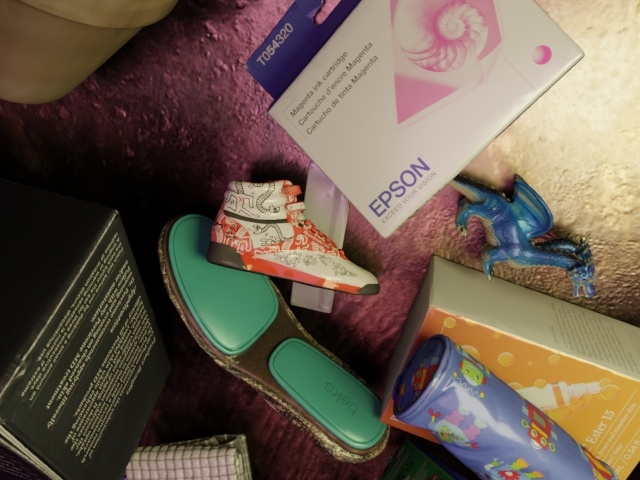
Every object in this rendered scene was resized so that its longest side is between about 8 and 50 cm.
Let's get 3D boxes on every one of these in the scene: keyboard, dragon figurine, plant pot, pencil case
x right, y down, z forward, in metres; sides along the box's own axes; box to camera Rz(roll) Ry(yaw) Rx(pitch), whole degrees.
[{"bbox_3d":[0.000,0.000,0.912,0.072,0.014,0.256,14,114,12],"label":"keyboard"},{"bbox_3d":[0.267,-0.038,0.788,0.144,0.085,0.289,-30,91,21],"label":"dragon figurine"},{"bbox_3d":[-0.361,-0.335,0.716,0.323,0.323,0.280,45,130,-8],"label":"plant pot"},{"bbox_3d":[0.226,0.253,0.720,0.306,0.119,0.133,39,129,-6],"label":"pencil case"}]

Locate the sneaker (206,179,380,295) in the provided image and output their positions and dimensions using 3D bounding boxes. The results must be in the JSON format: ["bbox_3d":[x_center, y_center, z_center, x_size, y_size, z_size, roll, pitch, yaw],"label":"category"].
[{"bbox_3d":[-0.025,-0.008,0.854,0.269,0.090,0.145,14,84,-11],"label":"sneaker"}]

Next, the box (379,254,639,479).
[{"bbox_3d":[0.289,0.199,0.841,0.345,0.168,0.215,19,115,5],"label":"box"}]

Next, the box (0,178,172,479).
[{"bbox_3d":[-0.524,0.145,0.835,0.479,0.298,0.472,15,142,6],"label":"box"}]

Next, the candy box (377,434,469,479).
[{"bbox_3d":[0.231,0.429,0.790,0.268,0.317,0.122,39,79,-1],"label":"candy box"}]

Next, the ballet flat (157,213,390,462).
[{"bbox_3d":[-0.098,0.176,0.921,0.483,0.164,0.182,45,145,3],"label":"ballet flat"}]

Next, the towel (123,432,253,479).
[{"bbox_3d":[-0.235,0.507,1.065,0.234,0.121,0.284,-8,90,11],"label":"towel"}]

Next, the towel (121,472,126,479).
[{"bbox_3d":[-0.388,0.563,1.223,0.335,0.040,0.243,-5,113,17],"label":"towel"}]

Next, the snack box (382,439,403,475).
[{"bbox_3d":[0.160,0.445,1.009,0.037,0.100,0.141,-25,104,21],"label":"snack box"}]

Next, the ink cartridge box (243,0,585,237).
[{"bbox_3d":[0.089,-0.228,0.726,0.330,0.071,0.324,47,114,4],"label":"ink cartridge box"}]
